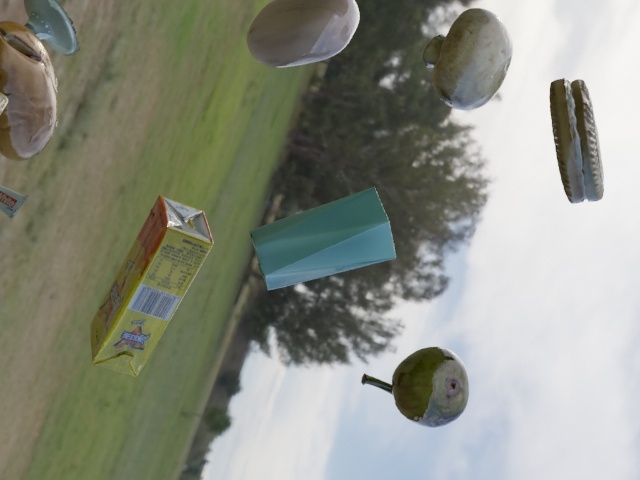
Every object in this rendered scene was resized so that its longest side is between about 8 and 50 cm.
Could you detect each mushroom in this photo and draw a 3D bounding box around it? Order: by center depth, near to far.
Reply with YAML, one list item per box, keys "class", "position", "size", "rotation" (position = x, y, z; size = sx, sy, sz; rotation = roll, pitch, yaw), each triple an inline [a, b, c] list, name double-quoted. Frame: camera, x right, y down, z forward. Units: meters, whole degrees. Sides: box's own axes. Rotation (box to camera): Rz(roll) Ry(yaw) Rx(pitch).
- class: "mushroom"
  position: [0.241, -0.296, 1.440]
  size: [0.166, 0.127, 0.166]
  rotation: [-47, 157, -28]

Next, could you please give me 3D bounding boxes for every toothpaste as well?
- class: "toothpaste"
  position: [-0.645, -0.100, 1.703]
  size: [0.052, 0.218, 0.033]
  rotation: [-57, 150, -15]

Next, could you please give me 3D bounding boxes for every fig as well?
- class: "fig"
  position: [0.184, 0.276, 1.611]
  size: [0.186, 0.147, 0.142]
  rotation: [129, -48, -57]

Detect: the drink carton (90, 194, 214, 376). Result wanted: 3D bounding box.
- class: "drink carton"
  position: [-0.356, 0.095, 1.831]
  size: [0.351, 0.111, 0.154]
  rotation: [-59, -152, 19]

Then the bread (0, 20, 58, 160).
- class: "bread"
  position: [-0.336, -0.165, 1.005]
  size: [0.189, 0.077, 0.114]
  rotation: [109, -4, -55]

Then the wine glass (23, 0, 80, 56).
- class: "wine glass"
  position: [-0.577, -0.308, 1.519]
  size: [0.321, 0.143, 0.143]
  rotation: [-42, 169, -31]

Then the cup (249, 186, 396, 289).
- class: "cup"
  position: [0.000, 0.000, 1.559]
  size: [0.134, 0.235, 0.148]
  rotation: [-121, -163, -61]

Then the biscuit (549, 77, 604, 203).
- class: "biscuit"
  position: [0.490, -0.191, 1.687]
  size: [0.259, 0.079, 0.259]
  rotation: [-9, 90, -71]

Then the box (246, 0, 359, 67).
- class: "box"
  position: [-0.031, -0.358, 1.485]
  size: [0.088, 0.200, 0.146]
  rotation: [55, 46, -38]

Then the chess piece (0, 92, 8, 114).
- class: "chess piece"
  position: [-0.413, -0.160, 0.860]
  size: [0.090, 0.200, 0.090]
  rotation: [-48, -158, 27]
